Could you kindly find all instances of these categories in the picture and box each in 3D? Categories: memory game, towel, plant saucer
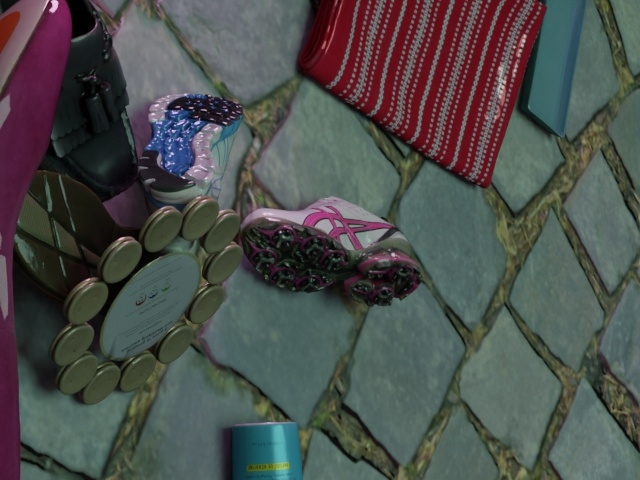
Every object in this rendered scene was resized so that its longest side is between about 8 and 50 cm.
[{"bbox_3d":[-0.126,0.044,1.425,0.186,0.012,0.186,-38,152,-25],"label":"memory game"},{"bbox_3d":[0.100,-0.187,1.777,0.275,0.031,0.198,30,74,-42],"label":"towel"},{"bbox_3d":[0.237,-0.200,1.974,0.067,0.018,0.192,35,59,-41],"label":"plant saucer"}]

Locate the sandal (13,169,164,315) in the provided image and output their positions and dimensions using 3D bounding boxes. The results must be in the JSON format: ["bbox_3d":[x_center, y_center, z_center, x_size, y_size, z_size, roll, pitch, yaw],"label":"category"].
[{"bbox_3d":[-0.176,0.011,1.432,0.219,0.060,0.090,23,62,-61],"label":"sandal"}]

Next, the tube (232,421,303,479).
[{"bbox_3d":[-0.039,0.248,1.544,0.052,0.080,0.207,75,11,-83],"label":"tube"}]

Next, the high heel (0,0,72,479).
[{"bbox_3d":[-0.218,0.026,1.305,0.181,0.127,0.377,33,78,-31],"label":"high heel"}]

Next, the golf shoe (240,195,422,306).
[{"bbox_3d":[0.000,0.000,1.639,0.186,0.067,0.086,17,39,-42],"label":"golf shoe"}]

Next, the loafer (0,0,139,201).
[{"bbox_3d":[-0.207,-0.155,1.390,0.109,0.095,0.302,-49,119,-42],"label":"loafer"}]

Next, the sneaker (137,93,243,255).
[{"bbox_3d":[-0.105,-0.051,1.499,0.190,0.071,0.083,-72,168,-60],"label":"sneaker"}]
